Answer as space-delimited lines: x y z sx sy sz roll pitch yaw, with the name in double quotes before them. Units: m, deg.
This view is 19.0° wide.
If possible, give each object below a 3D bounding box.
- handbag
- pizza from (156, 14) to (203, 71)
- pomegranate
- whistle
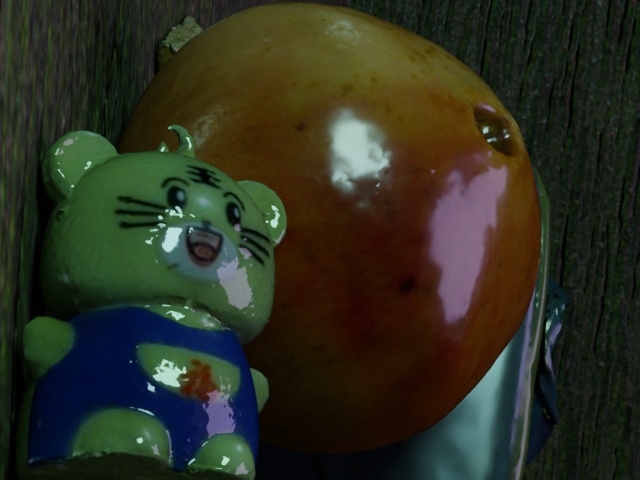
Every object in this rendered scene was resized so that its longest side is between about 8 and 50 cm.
"handbag" 0.021 0.070 1.120 0.241 0.222 0.263 98 -3 -72
"pizza" -0.069 -0.090 1.055 0.123 0.026 0.109 87 5 -51
"pomegranate" 0.004 -0.002 0.879 0.209 0.209 0.209 3 90 -86
"whistle" -0.066 0.059 0.716 0.085 0.105 0.227 -31 -132 53
